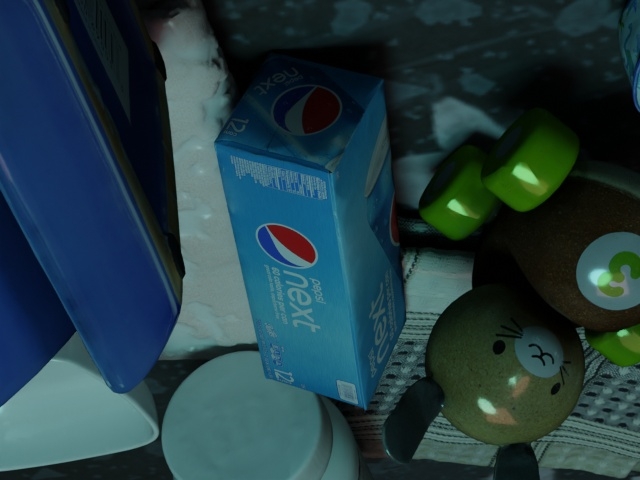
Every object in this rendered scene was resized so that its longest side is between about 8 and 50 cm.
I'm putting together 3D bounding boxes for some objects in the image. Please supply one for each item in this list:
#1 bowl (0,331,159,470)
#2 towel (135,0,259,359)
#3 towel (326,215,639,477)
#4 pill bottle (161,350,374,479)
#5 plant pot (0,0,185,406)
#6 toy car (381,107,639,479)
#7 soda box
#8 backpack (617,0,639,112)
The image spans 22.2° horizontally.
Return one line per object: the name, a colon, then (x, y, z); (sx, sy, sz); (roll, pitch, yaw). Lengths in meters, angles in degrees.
bowl: (-0.178, 0.086, 0.979); (0.142, 0.053, 0.142); (-11, 148, 16)
towel: (-0.184, -0.010, 0.918); (0.317, 0.053, 0.332); (-7, 149, 6)
towel: (0.149, 0.092, 1.106); (0.324, 0.056, 0.312); (4, 147, -13)
pill bottle: (-0.027, 0.164, 1.071); (0.121, 0.121, 0.221); (-9, 150, 8)
plant pot: (-0.181, -0.056, 0.647); (0.212, 0.236, 0.236); (-16, 130, 5)
toy car: (0.110, 0.056, 0.864); (0.155, 0.188, 0.149); (36, 157, -12)
soda box: (0.000, 0.000, 0.889); (0.067, 0.071, 0.210); (16, 144, 18)
backpack: (0.208, -0.092, 0.791); (0.114, 0.084, 0.105); (4, 145, -6)
